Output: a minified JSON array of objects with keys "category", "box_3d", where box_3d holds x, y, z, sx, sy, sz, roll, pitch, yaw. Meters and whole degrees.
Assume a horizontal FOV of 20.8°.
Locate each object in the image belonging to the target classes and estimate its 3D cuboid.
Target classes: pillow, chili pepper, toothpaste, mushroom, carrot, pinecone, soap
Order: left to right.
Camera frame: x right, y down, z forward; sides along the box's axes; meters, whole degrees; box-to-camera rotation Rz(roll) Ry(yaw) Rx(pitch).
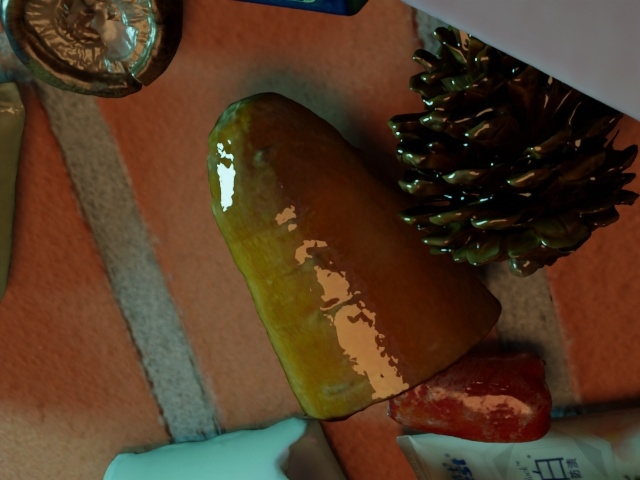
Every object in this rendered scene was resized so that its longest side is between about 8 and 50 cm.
[{"category":"pillow","box_3d":[-0.276,-0.040,1.269,0.119,0.053,0.208,16,131,4]},{"category":"mushroom","box_3d":[-0.152,-0.151,1.159,0.123,0.052,0.123,2,125,3]},{"category":"soap","box_3d":[-0.039,0.319,1.439,0.208,0.115,0.347,-13,122,22]},{"category":"carrot","box_3d":[0.000,0.000,1.189,0.159,0.159,0.225,-27,106,29]},{"category":"chili pepper","box_3d":[0.110,0.110,1.281,0.123,0.070,0.073,5,84,13]},{"category":"pinecone","box_3d":[0.116,-0.062,1.098,0.173,0.173,0.173,6,127,9]},{"category":"toothpaste","box_3d":[0.217,0.160,1.299,0.323,0.066,0.100,-12,122,27]}]

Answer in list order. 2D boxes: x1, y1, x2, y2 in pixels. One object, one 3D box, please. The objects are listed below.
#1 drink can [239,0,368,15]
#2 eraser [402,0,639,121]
[{"category":"drink can","box_3d":[-0.059,-0.205,1.057,0.205,0.118,0.118,10,127,7]},{"category":"eraser","box_3d":[0.247,-0.181,0.963,0.359,0.122,0.272,27,135,6]}]
